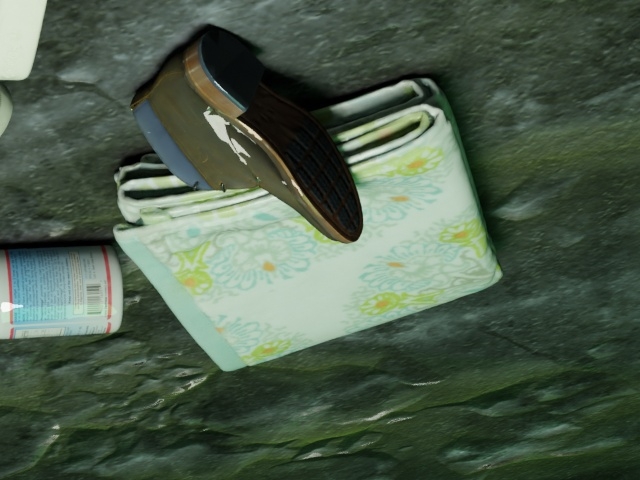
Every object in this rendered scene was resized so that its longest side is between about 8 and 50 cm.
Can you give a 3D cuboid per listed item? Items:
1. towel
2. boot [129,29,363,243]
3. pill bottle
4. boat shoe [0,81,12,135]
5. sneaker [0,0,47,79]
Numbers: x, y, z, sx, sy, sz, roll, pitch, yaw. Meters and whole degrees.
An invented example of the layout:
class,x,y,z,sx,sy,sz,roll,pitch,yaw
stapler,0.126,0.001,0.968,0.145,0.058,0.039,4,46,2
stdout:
class,x,y,z,sx,sy,sz,roll,pitch,yaw
towel,0.000,0.000,1.400,0.321,0.090,0.374,-15,152,7
boot,-0.060,-0.071,1.207,0.106,0.082,0.219,-23,115,37
pill bottle,-0.275,0.050,1.384,0.160,0.087,0.087,-2,150,-17
boat shoe,-0.349,-0.044,1.107,0.254,0.095,0.079,-41,147,3
sneaker,-0.226,-0.228,0.868,0.148,0.131,0.350,8,142,-16
